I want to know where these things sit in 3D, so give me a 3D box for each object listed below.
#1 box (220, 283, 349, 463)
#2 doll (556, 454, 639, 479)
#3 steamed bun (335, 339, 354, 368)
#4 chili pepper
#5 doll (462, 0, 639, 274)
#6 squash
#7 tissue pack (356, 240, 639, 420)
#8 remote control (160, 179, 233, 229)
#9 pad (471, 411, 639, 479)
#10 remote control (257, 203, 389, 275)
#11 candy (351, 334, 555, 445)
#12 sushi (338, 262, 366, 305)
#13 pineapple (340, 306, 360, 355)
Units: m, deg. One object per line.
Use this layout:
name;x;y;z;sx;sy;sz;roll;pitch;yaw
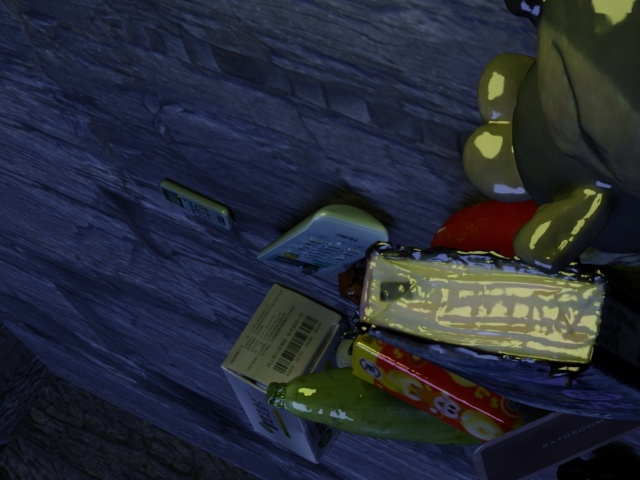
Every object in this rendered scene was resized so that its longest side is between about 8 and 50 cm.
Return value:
box;-0.039;0.232;1.993;0.145;0.173;0.333;24;158;20
doll;0.457;0.408;1.777;0.182;0.117;0.257;5;144;40
steamed bun;0.084;0.187;1.833;0.112;0.091;0.130;29;173;42
chili pepper;0.205;0.006;1.299;0.137;0.091;0.368;19;172;-22
doll;0.301;-0.108;0.784;0.379;0.252;0.382;2;166;-12
squash;0.106;0.236;1.724;0.371;0.118;0.118;9;165;-17
tissue pack;0.229;0.106;1.237;0.259;0.122;0.361;7;169;34
remote control;-0.187;-0.054;1.778;0.124;0.018;0.053;25;157;18
pad;0.317;0.239;1.461;0.176;0.266;0.002;67;179;-56
remote control;0.000;0.001;1.589;0.103;0.051;0.293;16;164;-15
candy;0.192;0.164;1.552;0.276;0.146;0.088;28;150;16
sushi;0.063;0.065;1.638;0.052;0.055;0.120;-12;154;38
pineapple;0.140;0.155;1.672;0.221;0.103;0.083;21;157;25
